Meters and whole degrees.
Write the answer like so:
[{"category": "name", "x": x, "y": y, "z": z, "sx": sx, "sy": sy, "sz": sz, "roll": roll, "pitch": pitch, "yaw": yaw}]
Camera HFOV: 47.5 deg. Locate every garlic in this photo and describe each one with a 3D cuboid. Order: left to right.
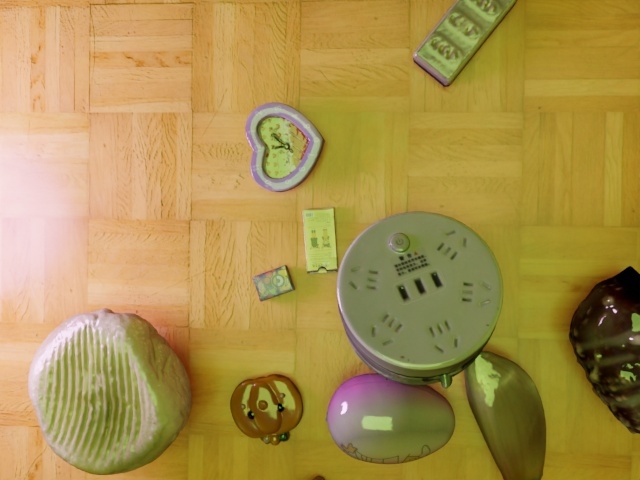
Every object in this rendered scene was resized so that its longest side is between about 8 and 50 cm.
[{"category": "garlic", "x": 0.404, "y": 0.379, "z": 1.569, "sx": 0.143, "sy": 0.112, "sz": 0.318, "roll": -19, "pitch": 86, "yaw": -15}]

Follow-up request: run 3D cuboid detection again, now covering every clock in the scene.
[{"category": "clock", "x": -0.074, "y": -0.211, "z": 1.631, "sx": 0.172, "sy": 0.064, "sz": 0.198, "roll": -9, "pitch": 90, "yaw": 6}]

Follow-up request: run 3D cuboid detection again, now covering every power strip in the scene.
[{"category": "power strip", "x": 0.206, "y": 0.128, "z": 1.500, "sx": 0.357, "sy": 0.161, "sz": 0.358, "roll": -2, "pitch": 68, "yaw": 4}, {"category": "power strip", "x": 0.318, "y": -0.467, "z": 1.581, "sx": 0.105, "sy": 0.070, "sz": 0.257, "roll": 39, "pitch": 94, "yaw": 4}]

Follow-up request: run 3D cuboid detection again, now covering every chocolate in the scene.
[{"category": "chocolate", "x": 0.644, "y": 0.247, "z": 1.492, "sx": 0.210, "sy": 0.225, "sz": 0.340, "roll": -34, "pitch": 88, "yaw": 14}]

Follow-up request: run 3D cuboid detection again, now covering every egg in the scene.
[{"category": "egg", "x": 0.149, "y": 0.384, "z": 1.559, "sx": 0.271, "sy": 0.196, "sz": 0.197, "roll": 16, "pitch": 93, "yaw": -4}]

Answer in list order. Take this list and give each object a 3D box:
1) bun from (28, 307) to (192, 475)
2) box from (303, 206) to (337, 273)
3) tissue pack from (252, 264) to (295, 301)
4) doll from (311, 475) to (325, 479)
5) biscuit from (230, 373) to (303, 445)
[{"category": "bun", "x": -0.449, "y": 0.324, "z": 1.601, "sx": 0.352, "sy": 0.227, "sz": 0.349, "roll": 8, "pitch": 92, "yaw": 8}, {"category": "box", "x": 0.000, "y": 0.000, "z": 1.650, "sx": 0.073, "sy": 0.020, "sz": 0.149, "roll": -3, "pitch": 91, "yaw": 5}, {"category": "tissue pack", "x": -0.106, "y": 0.097, "z": 1.656, "sx": 0.083, "sy": 0.035, "sz": 0.063, "roll": -19, "pitch": 90, "yaw": 8}, {"category": "doll", "x": -0.055, "y": 0.675, "z": 1.603, "sx": 0.166, "sy": 0.162, "sz": 0.270, "roll": 37, "pitch": 101, "yaw": 28}, {"category": "biscuit", "x": -0.122, "y": 0.390, "z": 1.656, "sx": 0.170, "sy": 0.050, "sz": 0.171, "roll": 0, "pitch": 92, "yaw": 7}]
